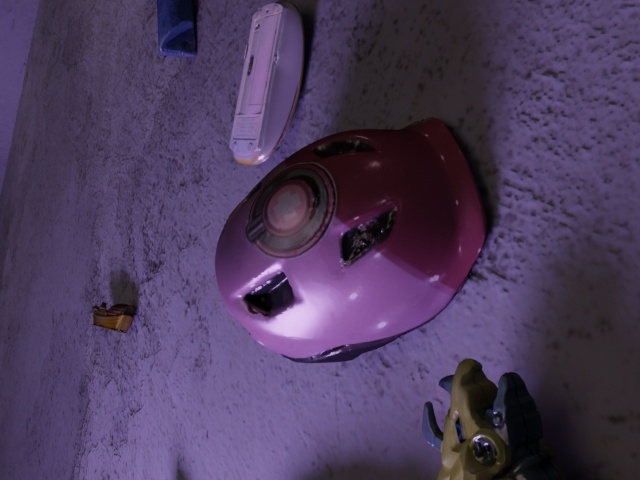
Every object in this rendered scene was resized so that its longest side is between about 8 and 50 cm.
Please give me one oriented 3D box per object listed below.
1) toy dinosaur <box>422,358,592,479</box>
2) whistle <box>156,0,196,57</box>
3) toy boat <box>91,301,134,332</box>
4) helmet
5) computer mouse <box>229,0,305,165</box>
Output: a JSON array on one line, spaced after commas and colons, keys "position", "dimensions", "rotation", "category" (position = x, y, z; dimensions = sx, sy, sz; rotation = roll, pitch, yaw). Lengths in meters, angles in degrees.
[{"position": [0.124, 0.214, 0.402], "dimensions": [0.153, 0.094, 0.259], "rotation": [12, 101, 54], "category": "toy dinosaur"}, {"position": [-0.244, -0.435, 1.064], "dimensions": [0.062, 0.062, 0.304], "rotation": [-32, 58, 47], "category": "whistle"}, {"position": [-0.369, 0.134, 1.132], "dimensions": [0.149, 0.047, 0.048], "rotation": [-2, 68, 51], "category": "toy boat"}, {"position": [0.000, 0.000, 0.564], "dimensions": [0.253, 0.154, 0.198], "rotation": [-51, 44, 42], "category": "helmet"}, {"position": [-0.063, -0.187, 0.773], "dimensions": [0.102, 0.045, 0.198], "rotation": [12, 94, 55], "category": "computer mouse"}]
